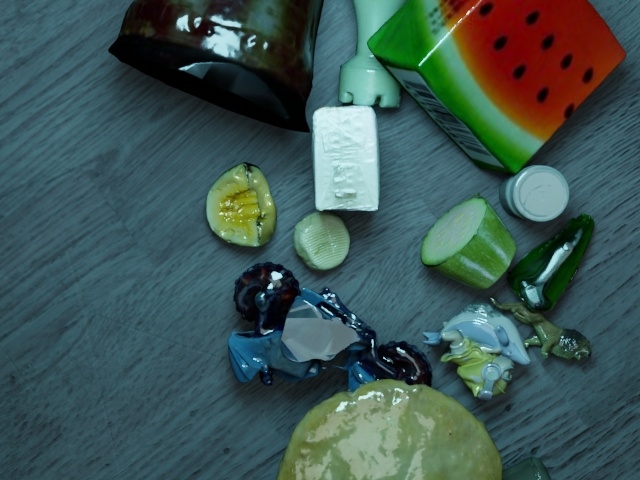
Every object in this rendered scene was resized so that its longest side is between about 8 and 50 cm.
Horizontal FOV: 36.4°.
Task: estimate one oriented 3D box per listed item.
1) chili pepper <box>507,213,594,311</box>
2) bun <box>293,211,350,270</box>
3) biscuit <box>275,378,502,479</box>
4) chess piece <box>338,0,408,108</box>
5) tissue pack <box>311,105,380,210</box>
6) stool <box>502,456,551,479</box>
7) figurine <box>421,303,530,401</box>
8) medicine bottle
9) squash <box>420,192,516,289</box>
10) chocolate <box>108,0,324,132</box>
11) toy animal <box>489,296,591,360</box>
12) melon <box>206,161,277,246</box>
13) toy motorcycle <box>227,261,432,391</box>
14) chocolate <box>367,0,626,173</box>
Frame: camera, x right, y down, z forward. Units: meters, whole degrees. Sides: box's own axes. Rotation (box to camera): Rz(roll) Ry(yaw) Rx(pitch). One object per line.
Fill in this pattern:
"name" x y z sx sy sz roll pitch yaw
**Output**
"chili pepper" 0.446 0.037 1.864 0.108 0.062 0.216 37 86 8
"bun" 0.000 0.000 1.868 0.115 0.069 0.115 -4 102 -18
"biscuit" 0.128 0.472 1.742 0.429 0.104 0.447 13 95 -5
"chess piece" 0.105 -0.400 1.803 0.194 0.194 0.299 6 102 1
"tissue pack" 0.046 -0.146 1.782 0.124 0.225 0.185 0 93 1
"stool" 0.389 0.473 1.868 0.110 0.096 0.096 -25 92 8
"figurine" 0.294 0.209 1.847 0.208 0.128 0.184 8 95 9
"medicine bottle" 0.393 -0.087 1.806 0.104 0.168 0.105 0 93 2
"squash" 0.284 0.008 1.824 0.122 0.170 0.170 35 93 -14
"chocolate" -0.142 -0.404 1.715 0.383 0.383 0.332 24 91 0
"toy animal" 0.413 0.174 1.872 0.219 0.069 0.086 33 75 -4
"melon" -0.152 -0.066 1.870 0.128 0.079 0.160 -9 93 20
"toy motorcycle" -0.004 0.220 1.834 0.416 0.172 0.232 30 99 -1
"chocolate" 0.325 -0.338 1.732 0.341 0.161 0.360 -47 120 4
